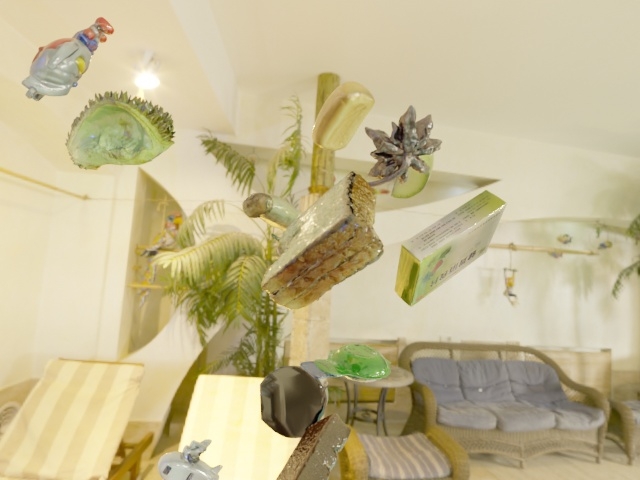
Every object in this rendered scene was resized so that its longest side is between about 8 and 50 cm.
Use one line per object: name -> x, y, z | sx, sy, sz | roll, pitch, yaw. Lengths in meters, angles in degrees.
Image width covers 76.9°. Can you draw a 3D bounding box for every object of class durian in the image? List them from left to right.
durian -> -0.558, -0.296, 1.122 | 0.394, 0.198, 0.163 | -6, 9, 18

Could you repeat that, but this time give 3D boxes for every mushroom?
mushroom -> -0.122, -0.079, 1.238 | 0.100, 0.081, 0.312 | -3, -13, 24

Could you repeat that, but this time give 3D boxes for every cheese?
cheese -> 0.087, 0.385, 1.253 | 0.320, 0.083, 0.204 | 3, 11, -37

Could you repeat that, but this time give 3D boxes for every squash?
squash -> 0.342, -0.224, 1.345 | 0.184, 0.192, 0.085 | -22, 51, -34

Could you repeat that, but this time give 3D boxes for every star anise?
star anise -> 0.183, -0.199, 0.949 | 0.209, 0.231, 0.089 | 15, 29, -22

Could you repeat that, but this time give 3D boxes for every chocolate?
chocolate -> -0.098, 0.646, 1.662 | 0.284, 0.283, 0.186 | 3, -10, 9

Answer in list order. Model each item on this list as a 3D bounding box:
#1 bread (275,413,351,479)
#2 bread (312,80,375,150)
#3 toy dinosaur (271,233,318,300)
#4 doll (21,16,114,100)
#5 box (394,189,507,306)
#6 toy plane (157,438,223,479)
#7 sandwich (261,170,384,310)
bread -> -0.049, 0.730, 1.254 | 0.165, 0.113, 0.416 | -45, -5, 30
bread -> 0.059, -0.372, 1.202 | 0.147, 0.098, 0.217 | 1, -39, -42
toy dinosaur -> -0.006, 0.014, 1.216 | 0.087, 0.300, 0.447 | 12, -27, 25
doll -> -0.380, -0.272, 0.607 | 0.104, 0.194, 0.062 | -3, -40, 23
box -> 0.286, 0.018, 0.901 | 0.260, 0.062, 0.175 | -31, -35, -20
toy plane -> -0.478, 0.838, 1.475 | 0.245, 0.244, 0.117 | 6, 8, -21
sandwich -> 0.001, 0.001, 0.810 | 0.249, 0.095, 0.273 | -37, 18, 20
